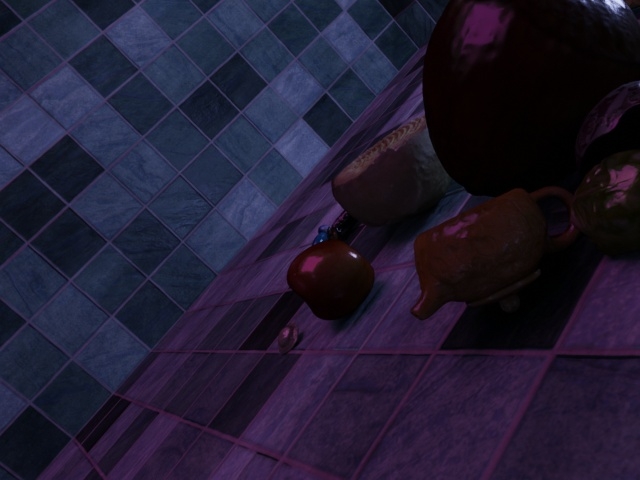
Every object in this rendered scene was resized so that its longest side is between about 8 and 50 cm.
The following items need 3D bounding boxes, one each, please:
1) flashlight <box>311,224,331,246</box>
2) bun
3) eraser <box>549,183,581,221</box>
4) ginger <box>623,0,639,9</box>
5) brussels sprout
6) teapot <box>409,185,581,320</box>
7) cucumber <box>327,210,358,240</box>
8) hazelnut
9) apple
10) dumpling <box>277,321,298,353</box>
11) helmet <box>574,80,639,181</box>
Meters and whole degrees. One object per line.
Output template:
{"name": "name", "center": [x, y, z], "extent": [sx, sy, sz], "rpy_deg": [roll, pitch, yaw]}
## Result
{"name": "flashlight", "center": [0.000, 0.000, 2.067], "extent": [0.051, 0.051, 0.129], "rpy_deg": [-31, 24, 47]}
{"name": "bun", "center": [0.208, -0.163, 1.588], "extent": [0.364, 0.202, 0.364], "rpy_deg": [-38, 9, 7]}
{"name": "eraser", "center": [0.422, -0.064, 1.005], "extent": [0.065, 0.026, 0.105], "rpy_deg": [-52, 14, -17]}
{"name": "ginger", "center": [0.786, -0.611, 1.478], "extent": [0.294, 0.086, 0.131], "rpy_deg": [173, 118, -77]}
{"name": "brussels sprout", "center": [0.406, -0.058, 0.832], "extent": [0.155, 0.117, 0.155], "rpy_deg": [-35, 24, 18]}
{"name": "teapot", "center": [0.264, 0.026, 0.945], "extent": [0.311, 0.167, 0.203], "rpy_deg": [-26, -4, -10]}
{"name": "cucumber", "center": [0.117, -0.098, 1.964], "extent": [0.245, 0.067, 0.067], "rpy_deg": [-48, 13, -7]}
{"name": "hazelnut", "center": [0.362, -0.259, 1.093], "extent": [0.421, 0.353, 0.420], "rpy_deg": [-45, -33, -42]}
{"name": "apple", "center": [0.022, 0.086, 1.422], "extent": [0.168, 0.181, 0.181], "rpy_deg": [-48, 13, -5]}
{"name": "dumpling", "center": [-0.076, 0.241, 1.561], "extent": [0.059, 0.043, 0.077], "rpy_deg": [13, 52, 49]}
{"name": "helmet", "center": [0.442, -0.160, 0.900], "extent": [0.177, 0.153, 0.107], "rpy_deg": [-31, 48, 27]}
